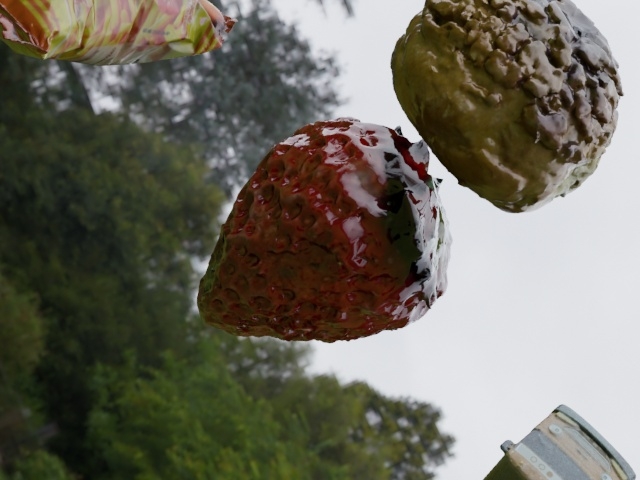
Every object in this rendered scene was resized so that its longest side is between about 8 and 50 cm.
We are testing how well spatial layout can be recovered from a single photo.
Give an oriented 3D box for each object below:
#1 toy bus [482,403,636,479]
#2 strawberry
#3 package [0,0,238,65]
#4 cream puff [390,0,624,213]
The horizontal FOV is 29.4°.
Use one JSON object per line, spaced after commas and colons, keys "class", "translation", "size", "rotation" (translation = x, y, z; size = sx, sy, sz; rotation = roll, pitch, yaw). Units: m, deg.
{"class": "toy bus", "translation": [0.157, 0.225, 0.976], "size": [0.091, 0.103, 0.182], "rotation": [45, -49, 18]}
{"class": "strawberry", "translation": [0.008, -0.012, 1.504], "size": [0.292, 0.310, 0.292], "rotation": [3, 90, -72]}
{"class": "package", "translation": [-0.221, -0.220, 1.028], "size": [0.223, 0.288, 0.108], "rotation": [43, -61, 20]}
{"class": "cream puff", "translation": [0.255, -0.195, 1.539], "size": [0.343, 0.231, 0.327], "rotation": [27, 31, -34]}
